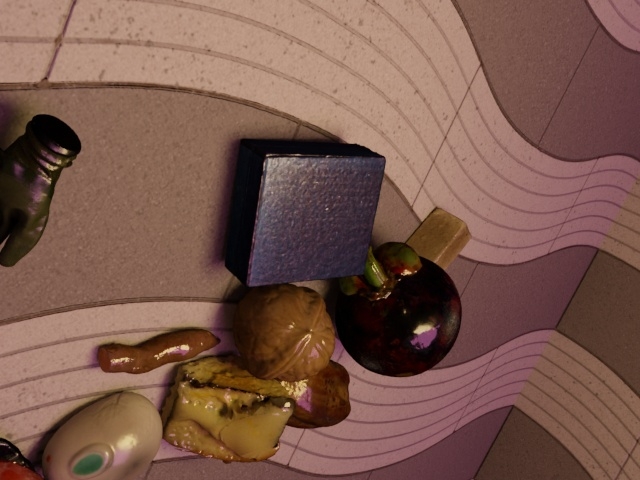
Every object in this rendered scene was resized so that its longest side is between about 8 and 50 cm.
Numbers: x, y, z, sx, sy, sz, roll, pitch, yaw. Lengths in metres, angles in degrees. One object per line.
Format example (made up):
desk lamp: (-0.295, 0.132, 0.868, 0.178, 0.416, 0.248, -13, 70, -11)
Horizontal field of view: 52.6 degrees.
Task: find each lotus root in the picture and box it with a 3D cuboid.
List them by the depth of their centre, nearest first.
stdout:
lotus root: (-0.045, 0.359, 1.551, 0.193, 0.193, 0.291, -58, 145, 0)

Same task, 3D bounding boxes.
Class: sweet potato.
sweet potato: (-0.291, 0.212, 1.257, 0.281, 0.059, 0.067, -6, 128, -44)

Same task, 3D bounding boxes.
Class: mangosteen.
mangosteen: (0.178, 0.152, 1.521, 0.306, 0.306, 0.360, -39, 142, -22)

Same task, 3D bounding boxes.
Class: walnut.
walnut: (-0.074, 0.189, 1.341, 0.228, 0.228, 0.228, -27, 133, -33)

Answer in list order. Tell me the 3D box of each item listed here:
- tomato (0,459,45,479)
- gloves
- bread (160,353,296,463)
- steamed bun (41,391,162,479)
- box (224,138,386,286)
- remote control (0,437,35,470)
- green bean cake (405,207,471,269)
tomato: (-0.542, 0.475, 1.064, 0.227, 0.101, 0.228, -11, 128, -14)
gloves: (-0.429, -0.054, 0.880, 0.135, 0.107, 0.268, 41, 96, -21)
bread: (-0.200, 0.362, 1.382, 0.262, 0.163, 0.204, 20, 105, -9)
steamed bun: (-0.397, 0.393, 1.210, 0.228, 0.130, 0.177, -23, 132, -39)
box: (-0.031, -0.057, 1.271, 0.278, 0.116, 0.262, -4, 116, -35)
remote control: (-0.540, 0.431, 1.139, 0.090, 0.066, 0.266, -24, 127, -22)
green bean cake: (0.306, 0.012, 1.725, 0.179, 0.109, 0.085, -49, 143, -10)
